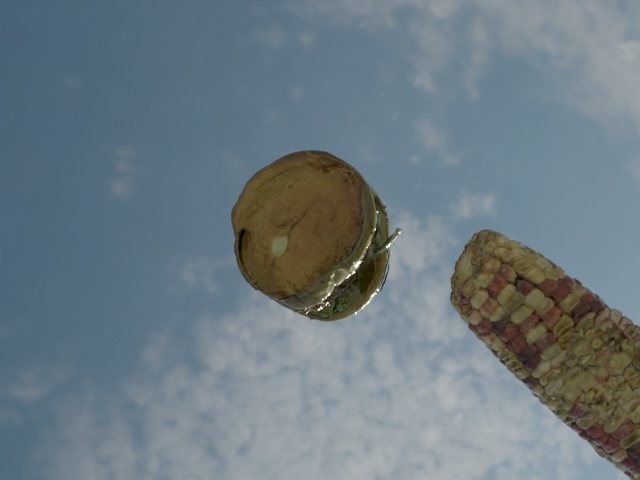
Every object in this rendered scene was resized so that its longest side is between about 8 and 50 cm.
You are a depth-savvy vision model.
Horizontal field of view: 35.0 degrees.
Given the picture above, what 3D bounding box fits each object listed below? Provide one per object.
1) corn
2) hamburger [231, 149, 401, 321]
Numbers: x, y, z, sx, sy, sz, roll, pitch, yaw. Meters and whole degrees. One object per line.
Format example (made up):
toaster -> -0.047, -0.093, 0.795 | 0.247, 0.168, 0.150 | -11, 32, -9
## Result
corn -> 0.216, 0.101, 0.764 | 0.290, 0.098, 0.098 | 41, -117, 6
hamburger -> 0.000, 0.000, 1.055 | 0.186, 0.113, 0.177 | -3, -116, 22
